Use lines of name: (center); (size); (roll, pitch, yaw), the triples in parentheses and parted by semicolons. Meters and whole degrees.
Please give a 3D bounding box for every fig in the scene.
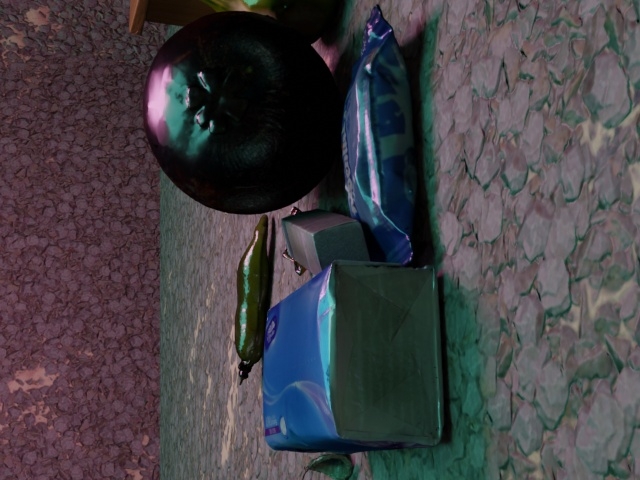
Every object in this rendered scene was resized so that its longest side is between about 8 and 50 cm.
fig: (-0.113, -0.422, 1.382); (0.206, 0.275, 0.206); (-175, 90, -74)

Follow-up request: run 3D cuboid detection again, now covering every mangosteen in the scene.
mangosteen: (-0.116, -0.193, 1.308); (0.330, 0.330, 0.330); (-176, 90, -73)

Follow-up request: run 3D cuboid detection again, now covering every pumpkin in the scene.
pumpkin: (-0.030, 0.000, 1.425); (0.073, 0.035, 0.101); (42, 123, 54)

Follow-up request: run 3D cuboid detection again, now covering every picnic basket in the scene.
picnic basket: (0.008, 0.317, 1.174); (0.083, 0.065, 0.083); (131, 157, -55)

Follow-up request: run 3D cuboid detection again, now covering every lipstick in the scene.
lipstick: (0.000, 0.000, 1.175); (0.317, 0.066, 0.068); (-155, 51, -80)

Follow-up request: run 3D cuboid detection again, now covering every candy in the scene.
candy: (0.070, -0.107, 1.063); (0.187, 0.077, 0.331); (124, 145, -73)

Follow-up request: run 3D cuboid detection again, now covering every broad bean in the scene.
broad bean: (-0.137, 0.116, 1.680); (0.077, 0.061, 0.339); (-179, 92, -65)

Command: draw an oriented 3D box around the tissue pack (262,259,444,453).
tissue pack: (0.028, 0.150, 1.009); (0.263, 0.146, 0.198); (139, 134, -66)

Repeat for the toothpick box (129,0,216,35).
toothpick box: (-0.185, -0.486, 1.572); (0.190, 0.308, 0.187); (125, 145, -57)
